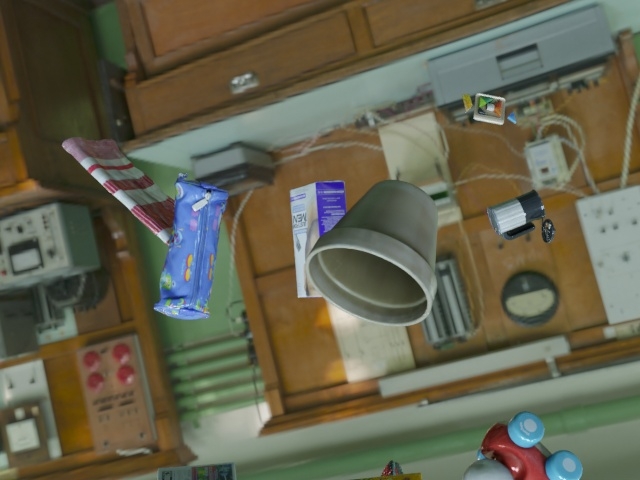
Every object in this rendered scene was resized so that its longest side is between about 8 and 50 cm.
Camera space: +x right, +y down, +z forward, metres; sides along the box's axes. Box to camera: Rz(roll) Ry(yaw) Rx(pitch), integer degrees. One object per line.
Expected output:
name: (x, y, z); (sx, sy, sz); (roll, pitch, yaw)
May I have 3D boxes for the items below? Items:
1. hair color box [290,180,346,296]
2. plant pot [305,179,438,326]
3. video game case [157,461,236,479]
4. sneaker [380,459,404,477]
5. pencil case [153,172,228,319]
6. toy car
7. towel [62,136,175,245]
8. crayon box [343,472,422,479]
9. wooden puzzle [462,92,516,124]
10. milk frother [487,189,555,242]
hair color box: (0.000, 0.000, 2.361); (0.110, 0.338, 0.185); (-5, 178, -27)
plant pot: (0.160, 0.012, 1.954); (0.323, 0.323, 0.280); (-21, -145, 48)
video game case: (-0.282, 0.585, 1.792); (0.184, 0.023, 0.201); (-2, -158, -9)
sneaker: (0.243, 0.760, 2.276); (0.125, 0.262, 0.104); (19, 120, -17)
pencil case: (-0.272, 0.016, 1.670); (0.119, 0.306, 0.133); (10, 174, -19)
toy car: (0.399, 0.532, 1.701); (0.238, 0.210, 0.219); (-33, 161, -31)
towel: (-0.429, -0.120, 1.824); (0.037, 0.329, 0.237); (-47, 179, 10)
crayon box: (0.175, 0.734, 2.079); (0.323, 0.203, 0.083); (-5, 131, -2)
wooden puzzle: (0.371, -0.291, 1.720); (0.116, 0.078, 0.014); (5, 150, -3)
milk frother: (0.541, -0.047, 2.100); (0.135, 0.129, 0.143); (-22, -158, 1)
